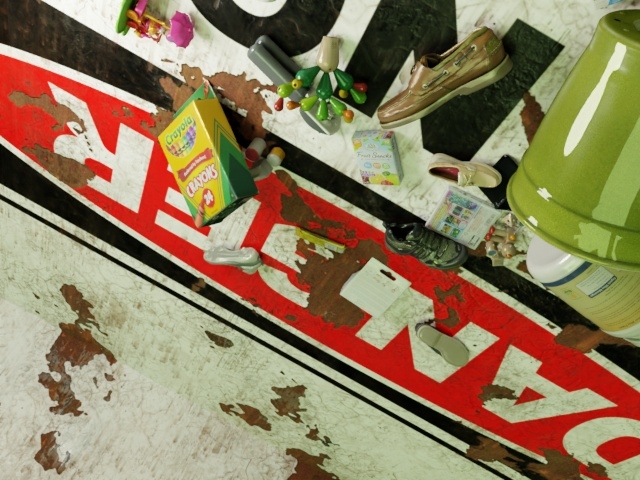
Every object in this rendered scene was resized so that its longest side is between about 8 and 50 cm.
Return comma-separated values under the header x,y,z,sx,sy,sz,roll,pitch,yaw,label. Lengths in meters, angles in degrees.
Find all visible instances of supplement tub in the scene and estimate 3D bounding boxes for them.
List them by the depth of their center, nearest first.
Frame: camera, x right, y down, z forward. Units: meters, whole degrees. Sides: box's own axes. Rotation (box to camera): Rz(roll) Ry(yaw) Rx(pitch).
x,y,z,sx,sy,sz,roll,pitch,yaw,label
0.642,0.071,1.458,0.316,0.228,0.228,36,140,-10,supplement tub

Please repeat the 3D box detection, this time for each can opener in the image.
x,y,z,sx,sy,sz,roll,pitch,yaw,label
-0.059,-0.343,1.523,0.280,0.074,0.093,45,139,-20,can opener

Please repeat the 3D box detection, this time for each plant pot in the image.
x,y,z,sx,sy,sz,roll,pitch,yaw,label
0.551,-0.195,1.157,0.366,0.366,0.353,16,129,14,plant pot

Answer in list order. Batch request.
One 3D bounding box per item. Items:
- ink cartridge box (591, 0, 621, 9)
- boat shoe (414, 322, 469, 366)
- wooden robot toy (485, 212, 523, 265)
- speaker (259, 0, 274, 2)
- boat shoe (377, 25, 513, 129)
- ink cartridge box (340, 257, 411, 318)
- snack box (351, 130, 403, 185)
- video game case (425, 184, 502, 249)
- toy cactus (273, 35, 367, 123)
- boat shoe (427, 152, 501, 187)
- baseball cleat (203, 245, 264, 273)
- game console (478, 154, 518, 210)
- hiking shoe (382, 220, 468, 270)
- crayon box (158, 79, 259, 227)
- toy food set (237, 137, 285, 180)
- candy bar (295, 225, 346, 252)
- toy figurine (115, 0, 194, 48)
x,y,z,sx,sy,sz,roll,pitch,yaw,label
0.484,-0.446,1.136,0.048,0.028,0.083,-10,129,37,ink cartridge box
0.372,0.315,2.032,0.206,0.075,0.065,35,-176,-18,boat shoe
0.445,0.016,1.616,0.076,0.079,0.173,8,140,-3,wooden robot toy
-0.109,-0.554,1.335,0.055,0.055,0.136,19,141,10,speaker
0.232,-0.334,1.354,0.307,0.111,0.104,-24,116,33,boat shoe
0.163,0.134,1.966,0.145,0.045,0.179,34,123,-7,ink cartridge box
0.138,-0.198,1.599,0.100,0.037,0.141,4,135,25,snack box
0.354,-0.055,1.650,0.143,0.019,0.157,25,142,3,video game case
0.010,-0.346,1.432,0.218,0.112,0.181,1,111,-17,toy cactus
0.326,-0.148,1.517,0.170,0.059,0.063,17,138,22,boat shoe
-0.275,0.069,2.104,0.205,0.072,0.109,2,142,33,baseball cleat
0.442,-0.130,1.522,0.107,0.071,0.122,6,147,-22,game console
0.264,0.009,1.693,0.226,0.086,0.114,13,161,22,hiking shoe
-0.298,-0.216,1.677,0.202,0.081,0.319,-31,81,46,crayon box
-0.209,-0.187,1.755,0.232,0.105,0.111,-15,125,40,toy food set
0.000,0.000,1.912,0.161,0.018,0.040,20,144,8,candy bar
-0.371,-0.491,1.524,0.159,0.130,0.173,24,164,-11,toy figurine
